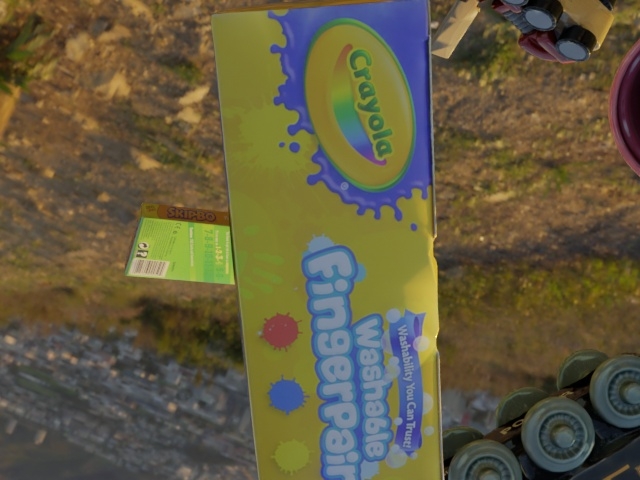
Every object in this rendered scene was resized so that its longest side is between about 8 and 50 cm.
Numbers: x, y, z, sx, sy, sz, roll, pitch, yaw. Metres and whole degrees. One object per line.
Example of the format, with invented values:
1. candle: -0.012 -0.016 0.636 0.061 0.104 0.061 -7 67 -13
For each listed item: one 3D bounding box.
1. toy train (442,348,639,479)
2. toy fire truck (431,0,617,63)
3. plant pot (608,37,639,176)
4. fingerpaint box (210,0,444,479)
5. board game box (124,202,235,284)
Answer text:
1. toy train: 0.266 0.249 0.895 0.190 0.334 0.142 61 173 2
2. toy fire truck: 0.311 -0.361 1.351 0.217 0.158 0.246 33 167 -23
3. plant pot: 0.426 -0.155 0.908 0.201 0.201 0.180 13 -161 20
4. fingerpaint box: 0.000 0.000 0.795 0.163 0.444 0.371 -5 -163 -3
5. board game box: -0.133 0.012 1.169 0.260 0.039 0.124 8 136 -20
